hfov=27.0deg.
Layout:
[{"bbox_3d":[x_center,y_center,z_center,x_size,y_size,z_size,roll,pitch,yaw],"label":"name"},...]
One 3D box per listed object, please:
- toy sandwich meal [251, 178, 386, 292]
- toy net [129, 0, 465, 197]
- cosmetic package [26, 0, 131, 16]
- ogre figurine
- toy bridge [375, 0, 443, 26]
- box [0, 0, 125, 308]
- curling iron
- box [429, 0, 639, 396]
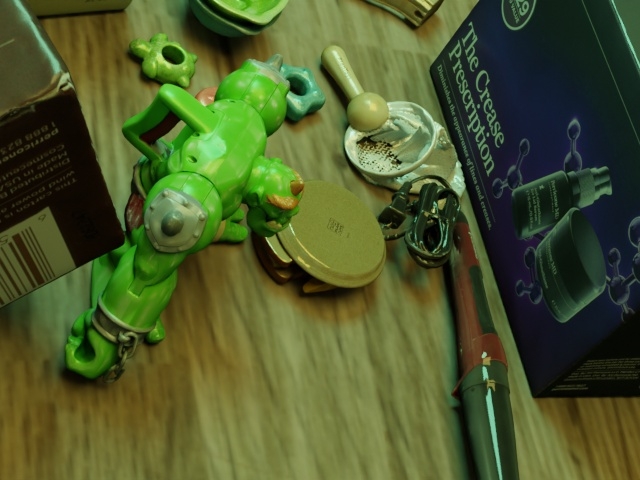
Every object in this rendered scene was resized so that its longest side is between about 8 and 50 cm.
[{"bbox_3d":[0.000,0.000,0.798,0.085,0.029,0.086,19,47,-22],"label":"toy sandwich meal"},{"bbox_3d":[0.000,-0.094,0.852,0.232,0.045,0.122,33,48,-6],"label":"toy net"},{"bbox_3d":[-0.232,-0.202,0.717,0.309,0.160,0.113,-14,67,-35],"label":"cosmetic package"},{"bbox_3d":[-0.070,-0.023,0.711,0.097,0.118,0.197,47,49,7],"label":"ogre figurine"},{"bbox_3d":[0.005,-0.221,0.957,0.188,0.026,0.063,41,49,2],"label":"toy bridge"},{"bbox_3d":[-0.212,-0.068,0.587,0.168,0.167,0.203,-30,71,-11],"label":"box"},{"bbox_3d":[0.082,0.077,0.786,0.068,0.035,0.274,4,56,-23],"label":"curling iron"},{"bbox_3d":[0.180,-0.058,0.838,0.103,0.184,0.261,3,56,-29],"label":"box"}]
